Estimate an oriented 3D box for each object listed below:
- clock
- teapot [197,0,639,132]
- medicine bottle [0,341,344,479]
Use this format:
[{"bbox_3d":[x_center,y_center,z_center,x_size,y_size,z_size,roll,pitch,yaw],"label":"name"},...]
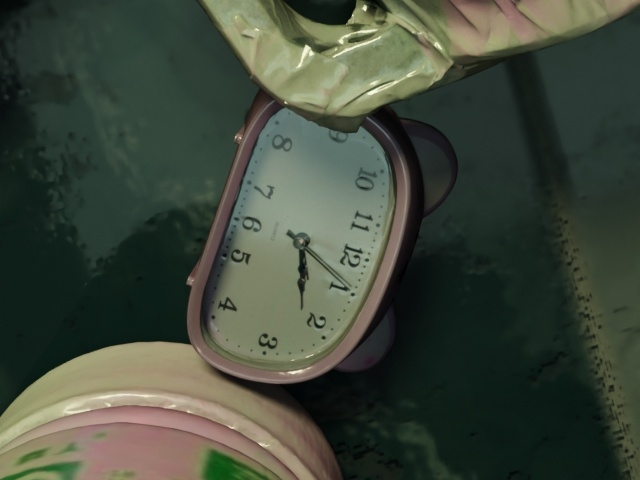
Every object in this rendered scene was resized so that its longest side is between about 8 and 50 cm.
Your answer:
[{"bbox_3d":[0.000,0.000,0.610,0.110,0.050,0.153,18,104,-4],"label":"clock"},{"bbox_3d":[0.050,-0.146,0.505,0.221,0.163,0.178,-31,111,-20],"label":"teapot"},{"bbox_3d":[-0.083,0.187,0.519,0.212,0.325,0.212,0,103,0],"label":"medicine bottle"}]
